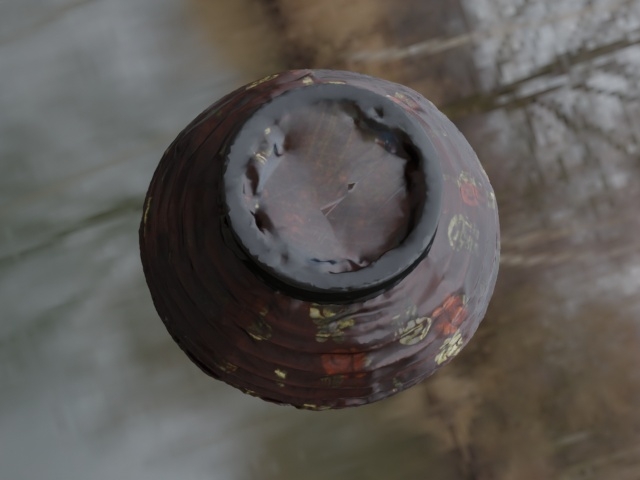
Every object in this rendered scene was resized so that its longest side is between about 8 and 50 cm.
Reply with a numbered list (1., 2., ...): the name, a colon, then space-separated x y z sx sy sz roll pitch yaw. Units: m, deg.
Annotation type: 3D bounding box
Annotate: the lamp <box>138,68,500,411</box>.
1. lamp: 0.000 0.000 1.260 0.247 0.247 0.247 -18 90 -84
